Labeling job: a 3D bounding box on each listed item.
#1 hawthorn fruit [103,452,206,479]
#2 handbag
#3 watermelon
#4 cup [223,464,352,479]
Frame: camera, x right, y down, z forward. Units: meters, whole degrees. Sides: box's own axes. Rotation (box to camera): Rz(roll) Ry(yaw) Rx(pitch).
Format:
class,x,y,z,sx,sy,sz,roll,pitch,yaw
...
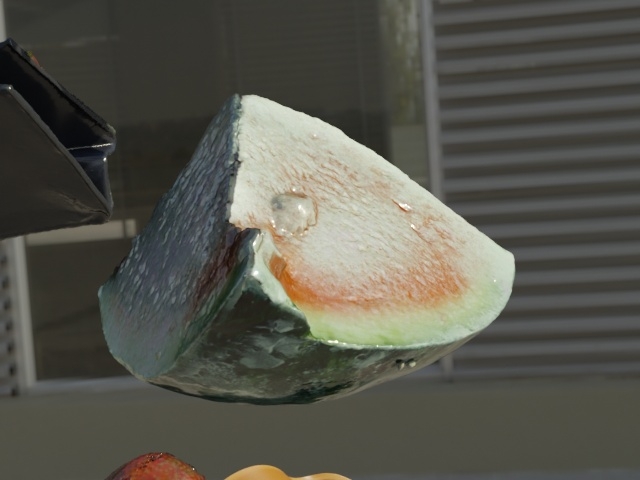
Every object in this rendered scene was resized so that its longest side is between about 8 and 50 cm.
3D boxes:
class,x,y,z,sx,sy,sz,roll,pitch,yaw
hawthorn fruit,-0.222,0.370,1.597,0.235,0.181,0.181,-50,24,-21
handbag,-0.421,-0.114,1.506,0.303,0.122,0.329,-9,-26,14
watermelon,0.000,0.000,0.882,0.289,0.214,0.320,-5,-5,-13
cup,0.002,0.327,1.234,0.264,0.182,0.226,25,46,35
